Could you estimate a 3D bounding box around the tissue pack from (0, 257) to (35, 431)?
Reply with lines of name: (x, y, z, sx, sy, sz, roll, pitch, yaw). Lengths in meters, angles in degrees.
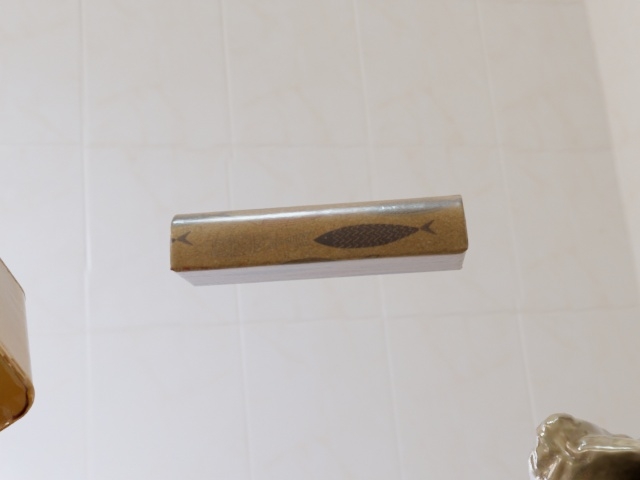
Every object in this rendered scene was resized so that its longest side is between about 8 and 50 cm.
tissue pack: (-0.381, 0.099, 0.974, 0.194, 0.145, 0.274, -35, 24, -4)

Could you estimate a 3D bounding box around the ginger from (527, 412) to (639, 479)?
ginger: (0.225, 0.204, 0.642, 0.130, 0.276, 0.221, -45, 13, 12)

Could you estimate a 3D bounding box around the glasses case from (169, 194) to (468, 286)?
glasses case: (0.000, 0.000, 0.615, 0.170, 0.041, 0.064, -4, -12, 4)
